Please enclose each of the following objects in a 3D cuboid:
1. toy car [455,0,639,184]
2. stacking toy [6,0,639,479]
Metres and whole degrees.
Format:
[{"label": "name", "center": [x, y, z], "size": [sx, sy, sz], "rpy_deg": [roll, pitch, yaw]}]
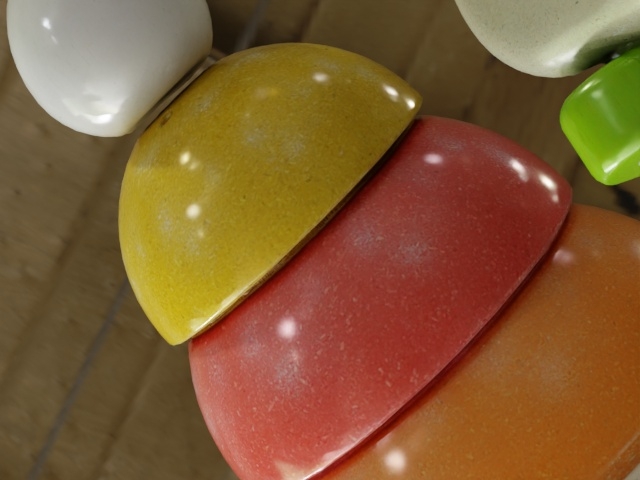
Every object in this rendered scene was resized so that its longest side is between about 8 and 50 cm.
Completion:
[{"label": "toy car", "center": [0.144, -0.131, 0.577], "size": [0.188, 0.149, 0.155], "rpy_deg": [-20, -107, -34]}, {"label": "stacking toy", "center": [0.000, 0.000, 1.020], "size": [0.350, 0.350, 0.480], "rpy_deg": [-44, -87, -14]}]
